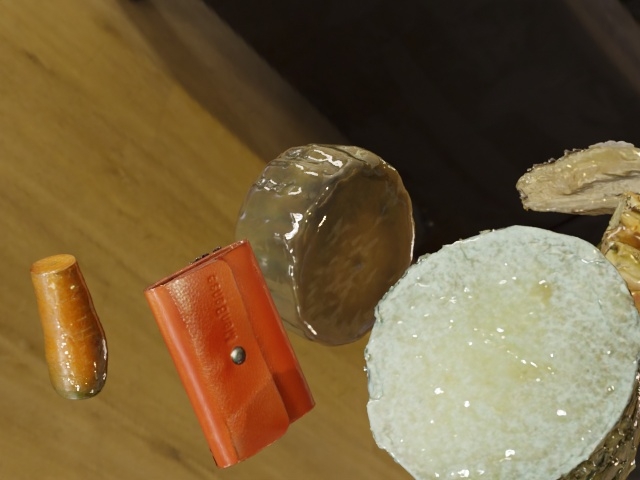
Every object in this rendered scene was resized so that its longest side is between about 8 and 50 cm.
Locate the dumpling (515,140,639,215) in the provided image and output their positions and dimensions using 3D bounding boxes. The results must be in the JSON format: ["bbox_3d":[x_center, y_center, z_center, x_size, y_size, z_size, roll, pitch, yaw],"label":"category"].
[{"bbox_3d":[0.457,-0.078,1.643,0.166,0.332,0.086,-88,-179,-56],"label":"dumpling"}]

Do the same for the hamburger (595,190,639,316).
[{"bbox_3d":[0.345,0.065,1.195,0.262,0.131,0.124,94,11,-47],"label":"hamburger"}]

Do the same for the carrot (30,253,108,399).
[{"bbox_3d":[-0.330,0.116,1.424,0.087,0.087,0.193,-28,116,-58],"label":"carrot"}]

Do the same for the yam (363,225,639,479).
[{"bbox_3d":[0.185,0.140,0.967,0.348,0.241,0.241,46,28,-63],"label":"yam"}]

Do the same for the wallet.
[{"bbox_3d":[-0.090,0.114,1.116,0.142,0.045,0.204,-29,102,-40],"label":"wallet"}]

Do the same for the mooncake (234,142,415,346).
[{"bbox_3d":[0.000,0.000,1.562,0.290,0.161,0.290,-23,121,-44],"label":"mooncake"}]
